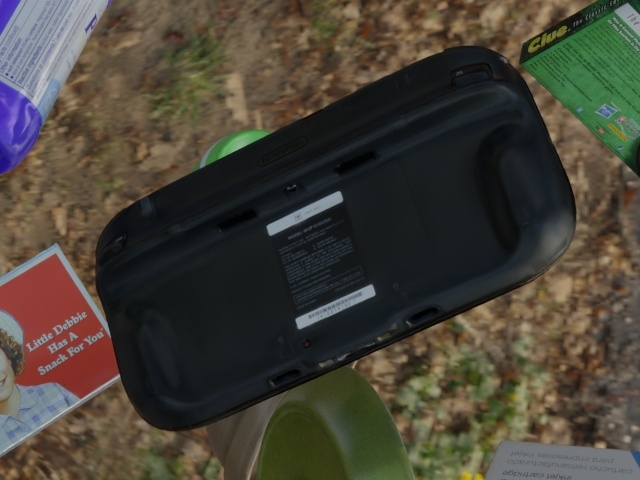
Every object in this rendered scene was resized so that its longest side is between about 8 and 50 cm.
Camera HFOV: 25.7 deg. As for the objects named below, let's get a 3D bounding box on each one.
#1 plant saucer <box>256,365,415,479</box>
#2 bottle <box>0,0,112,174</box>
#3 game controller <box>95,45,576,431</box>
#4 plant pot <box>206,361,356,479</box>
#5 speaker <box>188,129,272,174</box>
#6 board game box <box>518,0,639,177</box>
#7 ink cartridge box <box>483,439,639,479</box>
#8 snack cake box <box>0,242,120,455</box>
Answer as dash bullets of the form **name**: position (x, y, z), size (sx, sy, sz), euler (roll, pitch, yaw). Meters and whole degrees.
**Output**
- **plant saucer**: position (0.003, 0.212, 1.047), size (0.037, 0.241, 0.241), euler (-4, 93, -26)
- **bottle**: position (-0.198, -0.186, 1.022), size (0.092, 0.118, 0.283), euler (31, 67, -16)
- **game controller**: position (0.000, 0.000, 0.899), size (0.319, 0.067, 0.166), euler (-25, 70, 14)
- **plant pot**: position (-0.056, 0.150, 1.497), size (0.110, 0.237, 0.237), euler (30, 76, 15)
- **speaker**: position (-0.114, -0.030, 1.667), size (0.131, 0.296, 0.131), euler (6, 71, -19)
- **board game box**: position (0.286, -0.092, 1.066), size (0.260, 0.136, 0.030), euler (39, 48, -26)
- **ink cartridge box**: position (0.250, 0.373, 1.254), size (0.395, 0.285, 0.166), euler (-55, 139, -49)
- **snack cake box**: position (-0.339, 0.139, 1.400), size (0.264, 0.089, 0.152), euler (-32, 88, -20)
